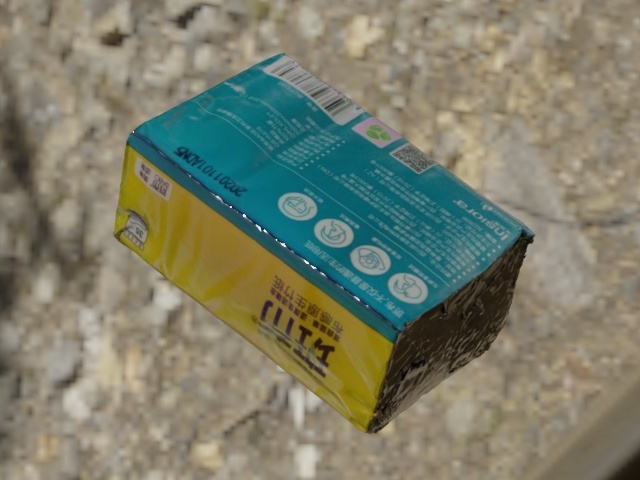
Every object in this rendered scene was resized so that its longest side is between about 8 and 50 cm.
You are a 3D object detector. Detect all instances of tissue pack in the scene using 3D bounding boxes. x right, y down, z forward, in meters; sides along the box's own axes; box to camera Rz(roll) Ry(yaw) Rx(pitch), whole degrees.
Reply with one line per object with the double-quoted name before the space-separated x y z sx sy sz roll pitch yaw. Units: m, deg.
"tissue pack" 0.000 0.000 0.940 0.169 0.120 0.082 37 133 20
